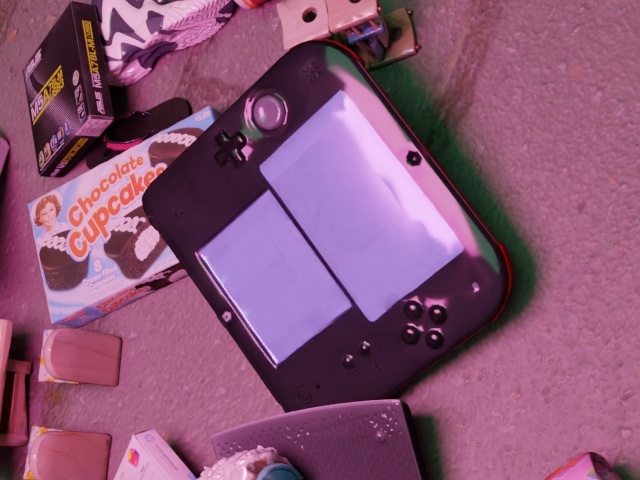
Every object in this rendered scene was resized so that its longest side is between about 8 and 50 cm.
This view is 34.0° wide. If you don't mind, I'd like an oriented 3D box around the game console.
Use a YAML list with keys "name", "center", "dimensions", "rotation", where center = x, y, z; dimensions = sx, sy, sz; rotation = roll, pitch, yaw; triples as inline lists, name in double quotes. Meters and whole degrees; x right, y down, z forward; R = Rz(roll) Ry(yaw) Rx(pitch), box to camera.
- name: "game console"
  center: [0.000, 0.000, 1.224]
  dimensions: [0.342, 0.060, 0.386]
  rotation: [-39, 79, 19]

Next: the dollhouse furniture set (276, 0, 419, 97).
- name: "dollhouse furniture set"
  center: [0.046, -0.205, 1.272]
  dimensions: [0.129, 0.129, 0.184]
  rotation: [-18, 70, 23]

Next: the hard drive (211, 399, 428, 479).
- name: "hard drive"
  center: [0.005, 0.274, 1.204]
  dimensions: [0.254, 0.054, 0.172]
  rotation: [-16, 88, 27]

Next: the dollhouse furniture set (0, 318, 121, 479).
- name: "dollhouse furniture set"
  center: [-0.498, 0.294, 1.369]
  dimensions: [0.362, 0.256, 0.394]
  rotation: [-2, 78, 27]

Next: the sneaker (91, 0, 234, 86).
- name: "sneaker"
  center: [-0.238, -0.335, 1.467]
  dimensions: [0.235, 0.094, 0.153]
  rotation: [-30, 75, 30]

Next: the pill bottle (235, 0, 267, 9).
- name: "pill bottle"
  center: [-0.054, -0.376, 1.387]
  dimensions: [0.152, 0.086, 0.086]
  rotation: [-24, 69, 21]

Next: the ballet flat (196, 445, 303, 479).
- name: "ballet flat"
  center: [-0.106, 0.426, 1.122]
  dimensions: [0.147, 0.147, 0.409]
  rotation: [-2, 65, 27]

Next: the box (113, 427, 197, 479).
- name: "box"
  center: [-0.188, 0.348, 1.292]
  dimensions: [0.186, 0.038, 0.145]
  rotation: [41, 122, 28]

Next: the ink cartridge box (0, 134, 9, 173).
- name: "ink cartridge box"
  center: [-0.608, 0.002, 1.522]
  dimensions: [0.303, 0.072, 0.307]
  rotation: [-26, 35, 19]

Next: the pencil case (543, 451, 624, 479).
- name: "pencil case"
  center: [0.196, 0.330, 1.077]
  dimensions: [0.284, 0.124, 0.124]
  rotation: [-35, 65, 16]

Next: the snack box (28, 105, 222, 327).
- name: "snack box"
  center: [-0.244, -0.027, 1.422]
  dimensions: [0.322, 0.060, 0.187]
  rotation: [-25, 68, 21]

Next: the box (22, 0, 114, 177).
- name: "box"
  center: [-0.362, -0.211, 1.490]
  dimensions: [0.190, 0.045, 0.184]
  rotation: [-34, 65, 47]

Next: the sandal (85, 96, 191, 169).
- name: "sandal"
  center: [-0.264, -0.154, 1.471]
  dimensions: [0.179, 0.040, 0.067]
  rotation: [-25, 68, 20]
